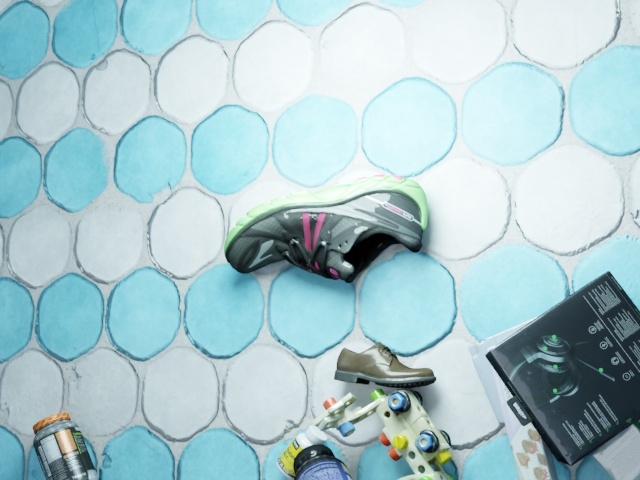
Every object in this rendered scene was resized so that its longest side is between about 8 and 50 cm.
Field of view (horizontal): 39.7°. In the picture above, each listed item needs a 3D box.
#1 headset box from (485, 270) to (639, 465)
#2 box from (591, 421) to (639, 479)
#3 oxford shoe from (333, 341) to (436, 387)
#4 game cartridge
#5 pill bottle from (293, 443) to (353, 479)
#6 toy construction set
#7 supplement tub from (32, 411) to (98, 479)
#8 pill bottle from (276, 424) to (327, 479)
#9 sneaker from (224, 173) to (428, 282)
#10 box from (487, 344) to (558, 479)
[{"bbox_3d":[0.471,0.238,1.613,0.283,0.131,0.246,-35,77,-1],"label":"headset box"},{"bbox_3d":[0.575,0.396,1.653,0.102,0.101,0.087,-45,68,13],"label":"box"},{"bbox_3d":[0.137,0.263,1.882,0.227,0.083,0.096,4,80,23],"label":"oxford shoe"},{"bbox_3d":[0.462,0.243,1.753,0.297,0.062,0.198,-26,77,19],"label":"game cartridge"},{"bbox_3d":[0.014,0.522,1.823,0.123,0.123,0.219,-51,28,10],"label":"pill bottle"},{"bbox_3d":[0.145,0.432,1.828,0.215,0.151,0.327,-46,75,19],"label":"toy construction set"},{"bbox_3d":[-0.629,0.526,2.173,0.117,0.117,0.190,-33,71,17],"label":"supplement tub"},{"bbox_3d":[-0.039,0.463,1.943,0.065,0.065,0.116,42,100,23],"label":"pill bottle"},{"bbox_3d":[0.000,0.000,1.923,0.483,0.185,0.202,-15,73,23],"label":"sneaker"},{"bbox_3d":[0.394,0.358,1.706,0.063,0.067,0.324,-17,78,21],"label":"box"}]
